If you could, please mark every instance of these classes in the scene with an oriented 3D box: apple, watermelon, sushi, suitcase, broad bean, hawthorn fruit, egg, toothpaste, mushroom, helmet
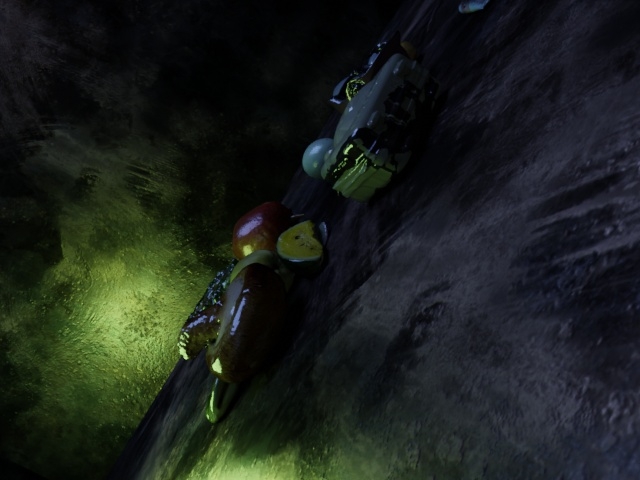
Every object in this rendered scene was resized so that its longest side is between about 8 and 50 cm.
[{"bbox_3d":[-0.182,0.121,1.841,0.200,0.200,0.200,-54,11,16],"label":"apple"},{"bbox_3d":[-0.053,0.028,1.732,0.129,0.123,0.301,-43,21,9],"label":"watermelon"},{"bbox_3d":[-0.372,0.242,2.368,0.294,0.178,0.351,-40,17,50],"label":"sushi"},{"bbox_3d":[0.133,-0.277,1.554,0.351,0.194,0.339,-63,10,-27],"label":"suitcase"},{"bbox_3d":[-0.285,0.450,1.712,0.153,0.072,0.206,-64,1,-44],"label":"broad bean"},{"bbox_3d":[-0.187,-0.009,2.095,0.261,0.258,0.258,-57,11,-6],"label":"hawthorn fruit"},{"bbox_3d":[0.010,-0.323,2.348,0.192,0.149,0.149,-37,23,50],"label":"egg"},{"bbox_3d":[0.453,-0.687,1.728,0.056,0.036,0.205,-54,15,9],"label":"toothpaste"},{"bbox_3d":[-0.205,0.219,1.607,0.345,0.239,0.344,-21,56,35],"label":"mushroom"},{"bbox_3d":[0.189,-0.490,1.902,0.338,0.197,0.271,-31,19,49],"label":"helmet"}]

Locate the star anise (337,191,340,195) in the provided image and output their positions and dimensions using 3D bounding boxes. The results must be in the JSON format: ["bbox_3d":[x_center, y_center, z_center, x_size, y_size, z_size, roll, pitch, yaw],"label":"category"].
[{"bbox_3d":[0.107,-0.270,1.899,0.272,0.103,0.272,-56,12,19],"label":"star anise"}]

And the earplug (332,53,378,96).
[{"bbox_3d":[0.178,-0.634,2.419,0.325,0.175,0.214,-45,18,48],"label":"earplug"}]

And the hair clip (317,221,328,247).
[{"bbox_3d":[0.001,0.001,1.793,0.054,0.022,0.137,-52,21,36],"label":"hair clip"}]

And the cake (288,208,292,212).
[{"bbox_3d":[-0.175,-0.017,2.328,0.185,0.178,0.208,-20,0,41],"label":"cake"}]

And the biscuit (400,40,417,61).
[{"bbox_3d":[0.258,-0.585,2.149,0.274,0.091,0.213,-52,9,18],"label":"biscuit"}]
